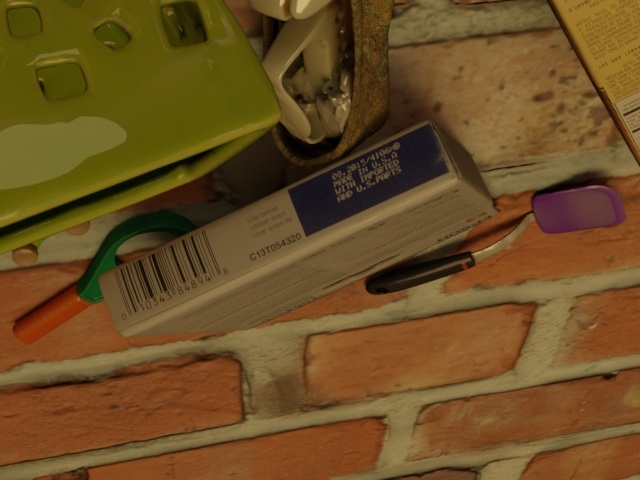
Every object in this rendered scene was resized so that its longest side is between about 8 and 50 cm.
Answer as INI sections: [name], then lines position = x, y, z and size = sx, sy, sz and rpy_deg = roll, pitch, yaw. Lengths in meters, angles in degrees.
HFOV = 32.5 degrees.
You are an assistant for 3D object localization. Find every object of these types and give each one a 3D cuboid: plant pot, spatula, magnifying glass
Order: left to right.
[plant pot]
position = -0.184, -0.109, 0.655
size = 0.227, 0.207, 0.228
rpy_deg = -23, -179, -19
[magnifying glass]
position = -0.221, 0.042, 1.114
size = 0.231, 0.026, 0.092
rpy_deg = -33, 141, 19
[spatula]
position = 0.187, 0.004, 1.211
size = 0.296, 0.030, 0.084
rpy_deg = -22, 142, 9

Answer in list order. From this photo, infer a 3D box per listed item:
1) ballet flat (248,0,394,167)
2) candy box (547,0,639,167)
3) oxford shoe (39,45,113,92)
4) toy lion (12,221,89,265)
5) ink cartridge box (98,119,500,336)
[ballet flat]
position = -0.007, -0.176, 0.813
size = 0.123, 0.123, 0.349
rpy_deg = -13, 147, -4
[candy box]
position = 0.229, -0.183, 0.852
size = 0.087, 0.183, 0.316
rpy_deg = -28, 142, 17
[oxford shoe]
position = -0.260, -0.095, 0.811
size = 0.396, 0.147, 0.140
rpy_deg = -15, 141, -4
[toy lion]
position = -0.275, -0.025, 1.000
size = 0.100, 0.034, 0.096
rpy_deg = -28, 135, 16
[ink cartridge box]
position = 0.000, 0.000, 1.061
size = 0.324, 0.071, 0.330
rpy_deg = -25, 172, 12
